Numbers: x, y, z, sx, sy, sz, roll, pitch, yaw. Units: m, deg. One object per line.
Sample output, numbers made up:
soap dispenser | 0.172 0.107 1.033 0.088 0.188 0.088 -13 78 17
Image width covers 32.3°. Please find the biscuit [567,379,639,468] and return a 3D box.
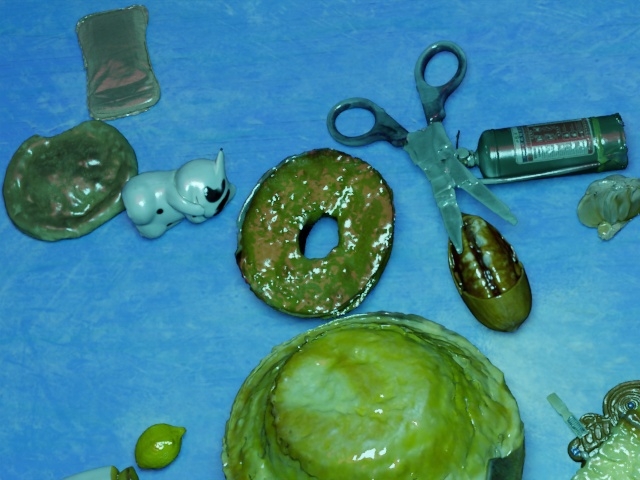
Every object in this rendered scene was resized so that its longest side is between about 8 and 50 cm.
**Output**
biscuit | 0.447 0.279 1.612 0.175 0.026 0.124 -36 70 -5

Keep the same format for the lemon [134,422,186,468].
lemon | -0.244 0.312 1.682 0.092 0.065 0.065 -39 71 0

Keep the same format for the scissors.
scissors | 0.181 -0.140 1.726 0.256 0.029 0.383 -33 53 5

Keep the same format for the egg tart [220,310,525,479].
egg tart | 0.067 0.253 1.540 0.443 0.178 0.443 -6 48 6

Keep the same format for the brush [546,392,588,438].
brush | 0.363 0.256 1.627 0.016 0.013 0.084 -40 51 4

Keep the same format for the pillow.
pillow | -0.354 -0.311 1.924 0.135 0.034 0.211 -11 72 1

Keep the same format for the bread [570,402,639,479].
bread | 0.505 0.309 1.540 0.266 0.142 0.178 -48 38 -4

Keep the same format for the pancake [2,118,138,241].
pancake | -0.424 -0.105 1.859 0.236 0.042 0.223 2 69 8

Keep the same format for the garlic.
garlic | 0.449 -0.063 1.700 0.113 0.094 0.074 -20 38 1

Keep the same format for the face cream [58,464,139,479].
face cream | -0.365 0.390 1.680 0.182 0.051 0.072 -18 69 3

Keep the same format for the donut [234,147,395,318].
donut | 0.000 0.000 1.735 0.272 0.107 0.272 -4 73 12

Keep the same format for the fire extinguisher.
fire extinguisher | 0.327 -0.138 1.733 0.294 0.093 0.118 -6 56 6

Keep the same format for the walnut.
walnut | 0.251 0.043 1.672 0.115 0.116 0.207 -21 66 1

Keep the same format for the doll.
doll | -0.231 -0.071 1.785 0.180 0.110 0.107 -12 54 5
